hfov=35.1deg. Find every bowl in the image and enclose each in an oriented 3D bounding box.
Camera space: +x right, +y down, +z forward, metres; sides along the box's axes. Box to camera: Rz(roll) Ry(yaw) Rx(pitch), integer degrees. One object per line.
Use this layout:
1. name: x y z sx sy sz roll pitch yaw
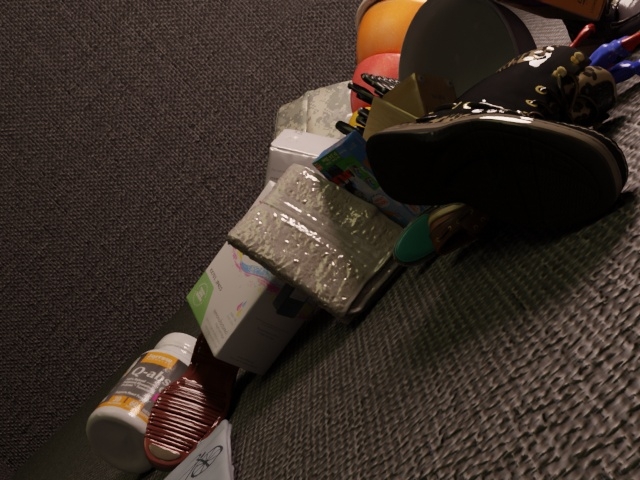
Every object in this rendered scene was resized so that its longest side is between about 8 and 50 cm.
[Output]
1. bowl: 0.273 -0.275 1.705 0.134 0.298 0.298 -9 -16 -35

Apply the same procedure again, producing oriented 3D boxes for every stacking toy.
1. stacking toy: 0.155 -0.214 1.914 0.480 0.350 0.350 -65 15 -21

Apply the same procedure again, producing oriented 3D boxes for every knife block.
1. knife block: 0.130 -0.166 1.709 0.088 0.276 0.242 3 -23 -36

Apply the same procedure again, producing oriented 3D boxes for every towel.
1. towel: 0.000 0.000 1.639 0.187 0.282 0.049 -48 -29 -19

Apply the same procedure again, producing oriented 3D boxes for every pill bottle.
1. pill bottle: -0.332 0.318 2.024 0.162 0.162 0.278 -39 11 39

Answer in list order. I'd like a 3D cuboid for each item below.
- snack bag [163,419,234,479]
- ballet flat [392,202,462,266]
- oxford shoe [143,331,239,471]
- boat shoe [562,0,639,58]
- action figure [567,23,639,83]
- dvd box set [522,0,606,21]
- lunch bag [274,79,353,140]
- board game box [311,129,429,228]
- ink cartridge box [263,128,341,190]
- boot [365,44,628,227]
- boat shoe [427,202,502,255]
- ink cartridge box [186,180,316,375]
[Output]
1. snack bag: -0.240 0.425 1.468 0.323 0.037 0.342 -45 8 0
2. ballet flat: 0.183 -0.026 1.525 0.188 0.070 0.070 -45 8 -7
3. oxford shoe: -0.222 0.306 1.821 0.348 0.122 0.130 -59 -11 -54
4. boat shoe: 0.460 -0.353 1.582 0.103 0.092 0.285 -46 8 -6
5. action figure: 0.406 -0.259 1.409 0.139 0.091 0.280 -57 14 -29
6. dvd box set: 0.216 -0.445 1.611 0.307 0.420 0.062 -100 28 -77
7. lunch bag: 0.049 -0.196 2.249 0.256 0.212 0.305 -24 46 35
8. board game box: 0.093 -0.078 1.646 0.039 0.211 0.160 -49 8 -17
9. ink cartridge box: -0.050 -0.049 2.028 0.226 0.131 0.306 -71 -8 -73
10. boot: 0.270 -0.140 1.252 0.284 0.138 0.377 -32 21 -30
11. boat shoe: 0.219 -0.030 1.354 0.178 0.064 0.060 -28 51 41
12. ink cartridge box: -0.077 0.038 1.813 0.353 0.119 0.207 -54 35 11
